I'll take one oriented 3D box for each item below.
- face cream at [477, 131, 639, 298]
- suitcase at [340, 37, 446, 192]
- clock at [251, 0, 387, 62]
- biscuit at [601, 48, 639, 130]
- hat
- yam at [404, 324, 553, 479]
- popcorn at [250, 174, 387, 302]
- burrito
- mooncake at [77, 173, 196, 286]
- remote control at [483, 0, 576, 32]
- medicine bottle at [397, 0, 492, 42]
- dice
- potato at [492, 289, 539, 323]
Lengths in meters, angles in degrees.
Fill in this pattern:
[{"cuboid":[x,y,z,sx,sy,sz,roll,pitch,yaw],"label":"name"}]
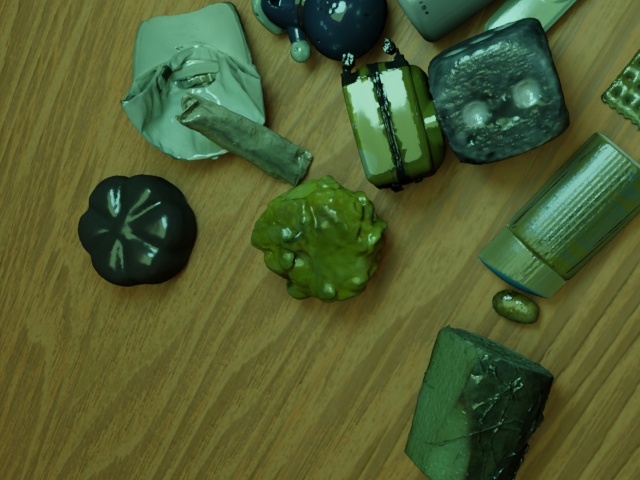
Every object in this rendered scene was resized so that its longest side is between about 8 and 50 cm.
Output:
[{"cuboid":[0.407,-0.028,1.091,0.139,0.067,0.285,45,107,12],"label":"face cream"},{"cuboid":[0.129,-0.203,1.114,0.143,0.194,0.235,-15,90,12],"label":"suitcase"},{"cuboid":[0.002,-0.412,1.173,0.243,0.146,0.200,26,99,24],"label":"clock"},{"cuboid":[0.567,-0.221,1.040,0.203,0.016,0.144,41,107,13],"label":"biscuit"},{"cuboid":[-0.243,-0.319,1.286,0.257,0.168,0.302,-9,67,-1],"label":"hat"},{"cuboid":[0.266,0.304,1.110,0.201,0.202,0.272,19,98,-18],"label":"yam"},{"cuboid":[0.000,0.000,1.203,0.233,0.192,0.266,36,131,-1],"label":"popcorn"},{"cuboid":[-0.144,-0.186,1.220,0.275,0.059,0.082,24,105,-28],"label":"burrito"},{"cuboid":[-0.381,-0.019,1.363,0.244,0.133,0.245,0,90,15],"label":"mooncake"},{"cuboid":[0.402,-0.431,1.072,0.309,0.038,0.090,-45,79,18],"label":"remote control"},{"cuboid":[0.255,-0.466,1.060,0.288,0.157,0.157,-33,83,20],"label":"medicine bottle"},{"cuboid":[0.282,-0.235,1.038,0.183,0.182,0.182,-18,109,22],"label":"dice"},{"cuboid":[0.340,0.116,1.145,0.083,0.040,0.051,24,116,18],"label":"potato"}]
